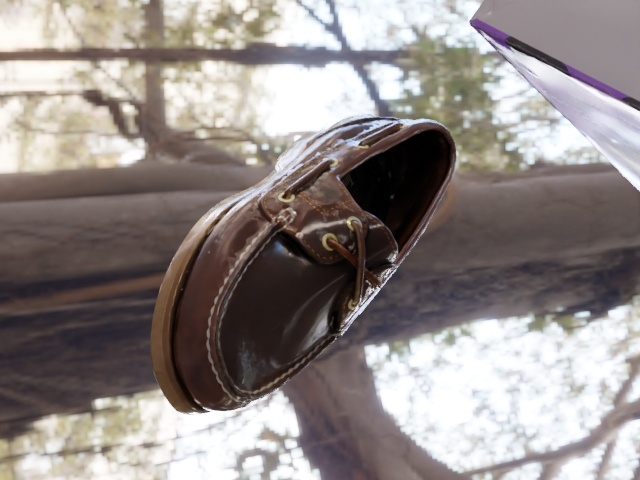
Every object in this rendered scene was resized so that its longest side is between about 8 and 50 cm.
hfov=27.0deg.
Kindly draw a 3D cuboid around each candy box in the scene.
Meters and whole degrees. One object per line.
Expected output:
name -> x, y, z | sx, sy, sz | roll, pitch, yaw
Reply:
candy box -> 0.176, -0.033, 0.507 | 0.070, 0.196, 0.165 | -53, -139, 2

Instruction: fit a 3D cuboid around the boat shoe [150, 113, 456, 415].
boat shoe -> 0.000, 0.000, 0.585 | 0.073, 0.207, 0.073 | -6, -59, 30
